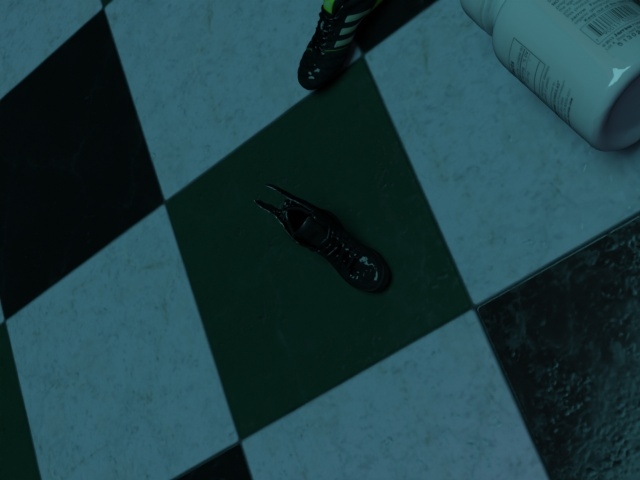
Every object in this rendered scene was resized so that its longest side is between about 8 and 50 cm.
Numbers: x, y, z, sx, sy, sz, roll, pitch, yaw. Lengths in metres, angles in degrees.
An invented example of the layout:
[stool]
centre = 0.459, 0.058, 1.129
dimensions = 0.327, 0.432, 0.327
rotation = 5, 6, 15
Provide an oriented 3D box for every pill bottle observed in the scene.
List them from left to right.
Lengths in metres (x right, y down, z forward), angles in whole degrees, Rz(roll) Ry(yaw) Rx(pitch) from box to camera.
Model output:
[pill bottle]
centre = 0.250, -0.207, 1.040
dimensions = 0.131, 0.131, 0.229
rotation = -50, 57, 17

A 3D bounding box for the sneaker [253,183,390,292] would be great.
[sneaker]
centre = 0.002, -0.002, 1.199
dimensions = 0.170, 0.089, 0.051
rotation = 46, 107, 33

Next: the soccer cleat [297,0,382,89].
[soccer cleat]
centre = 0.018, -0.266, 1.253
dimensions = 0.060, 0.072, 0.179
rotation = 44, 106, 33
